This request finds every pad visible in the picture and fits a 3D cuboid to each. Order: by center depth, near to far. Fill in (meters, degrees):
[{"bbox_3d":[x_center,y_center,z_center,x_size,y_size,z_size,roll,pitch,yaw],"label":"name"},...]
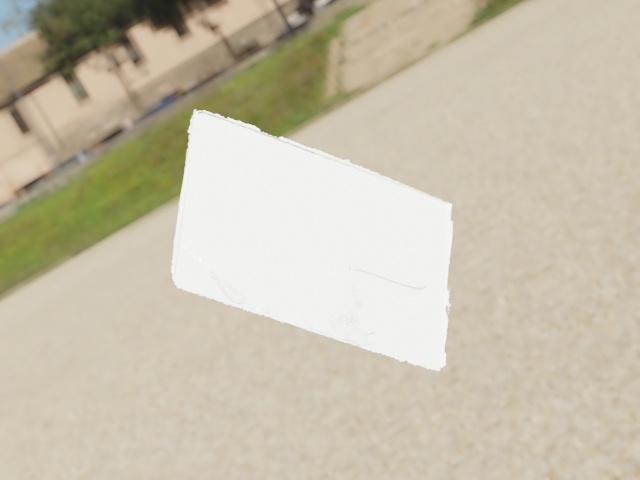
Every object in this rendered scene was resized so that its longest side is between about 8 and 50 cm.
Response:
[{"bbox_3d":[0.000,0.000,1.254,0.004,0.232,0.156,-41,37,50],"label":"pad"}]
